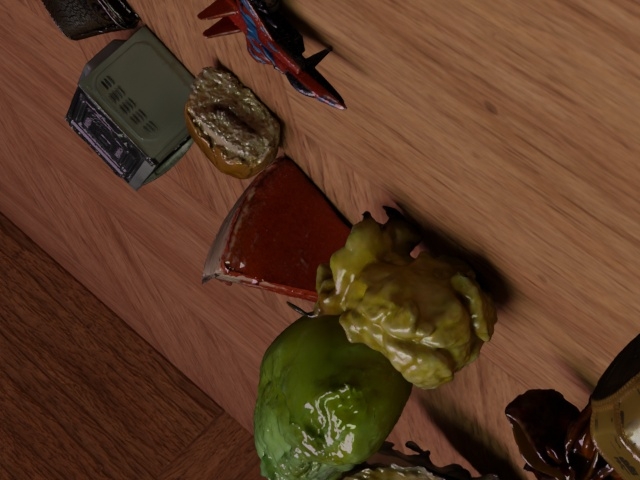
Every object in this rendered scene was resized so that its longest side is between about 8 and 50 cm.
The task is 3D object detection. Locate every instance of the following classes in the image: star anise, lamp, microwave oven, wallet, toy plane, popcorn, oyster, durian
[{"bbox_3d":[0.288,0.241,1.385,0.190,0.126,0.220,-2,112,32],"label":"star anise"},{"bbox_3d":[0.313,0.152,1.058,0.185,0.161,0.161,44,165,2],"label":"lamp"},{"bbox_3d":[-0.237,-0.163,1.722,0.162,0.122,0.208,46,165,-6],"label":"microwave oven"},{"bbox_3d":[-0.319,-0.311,1.714,0.133,0.039,0.243,50,164,-21],"label":"wallet"},{"bbox_3d":[-0.037,-0.185,1.273,0.189,0.061,0.130,35,161,20],"label":"toy plane"},{"bbox_3d":[0.083,0.067,1.409,0.195,0.173,0.168,39,-154,4],"label":"popcorn"},{"bbox_3d":[0.163,0.361,1.904,0.351,0.114,0.238,13,179,-28],"label":"oyster"},{"bbox_3d":[0.021,0.203,1.772,0.205,0.255,0.339,20,152,-11],"label":"durian"}]

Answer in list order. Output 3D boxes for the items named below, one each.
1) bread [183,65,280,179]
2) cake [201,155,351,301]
[{"bbox_3d":[-0.106,-0.127,1.553,0.125,0.082,0.106,40,157,9],"label":"bread"},{"bbox_3d":[0.000,0.000,1.669,0.262,0.159,0.158,13,171,-15],"label":"cake"}]
